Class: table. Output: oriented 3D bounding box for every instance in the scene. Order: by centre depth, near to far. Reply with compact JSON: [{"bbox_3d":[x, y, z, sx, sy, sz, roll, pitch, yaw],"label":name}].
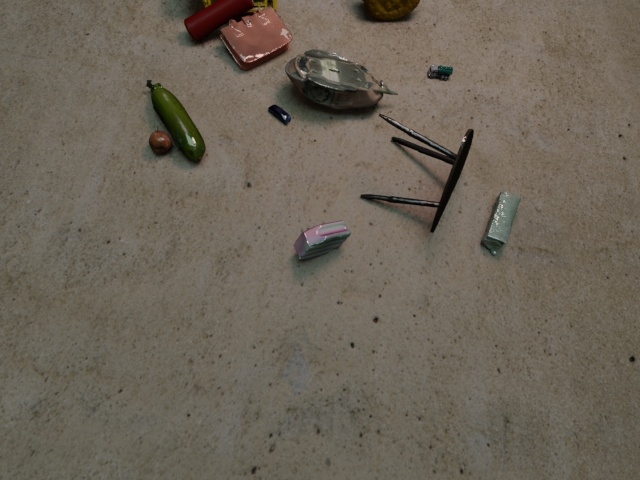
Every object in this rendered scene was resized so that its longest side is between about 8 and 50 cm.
[{"bbox_3d":[0.290,-0.235,1.217,0.248,0.317,0.318,23,67,18],"label":"table"}]

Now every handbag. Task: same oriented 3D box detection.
[{"bbox_3d":[-0.219,-0.697,1.387,0.212,0.059,0.157,-35,93,-18],"label":"handbag"}]

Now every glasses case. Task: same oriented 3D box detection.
[{"bbox_3d":[-0.133,-0.417,1.325,0.083,0.023,0.033,41,72,9],"label":"glasses case"}]

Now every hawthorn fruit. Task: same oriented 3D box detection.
[{"bbox_3d":[-0.488,-0.313,1.222,0.066,0.067,0.103,-18,70,-13],"label":"hawthorn fruit"}]

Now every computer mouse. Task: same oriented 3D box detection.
[{"bbox_3d":[0.068,-0.513,1.343,0.388,0.115,0.200,8,57,-15],"label":"computer mouse"}]

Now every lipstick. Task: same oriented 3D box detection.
[{"bbox_3d":[-0.341,-0.764,1.363,0.240,0.080,0.080,-25,72,9],"label":"lipstick"}]

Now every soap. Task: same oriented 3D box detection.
[{"bbox_3d":[0.000,0.000,1.136,0.148,0.100,0.056,-14,63,-38],"label":"soap"}]

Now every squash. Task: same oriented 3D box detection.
[{"bbox_3d":[-0.450,-0.380,1.243,0.087,0.087,0.332,-30,73,-16],"label":"squash"}]

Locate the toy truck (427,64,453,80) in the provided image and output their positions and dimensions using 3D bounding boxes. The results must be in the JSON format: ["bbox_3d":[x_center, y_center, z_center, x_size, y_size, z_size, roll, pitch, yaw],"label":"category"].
[{"bbox_3d":[0.431,-0.608,1.455,0.083,0.044,0.039,5,65,-5],"label":"toy truck"}]

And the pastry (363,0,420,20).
[{"bbox_3d":[0.260,-0.920,1.456,0.239,0.235,0.132,-15,75,-2],"label":"pastry"}]

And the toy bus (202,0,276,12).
[{"bbox_3d":[-0.320,-0.881,1.411,0.329,0.152,0.144,-8,49,-11],"label":"toy bus"}]

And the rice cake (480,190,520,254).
[{"bbox_3d":[0.554,-0.062,1.245,0.069,0.063,0.207,28,68,7],"label":"rice cake"}]

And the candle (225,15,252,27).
[{"bbox_3d":[-0.280,-0.755,1.435,0.162,0.048,0.053,-44,109,-18],"label":"candle"}]
